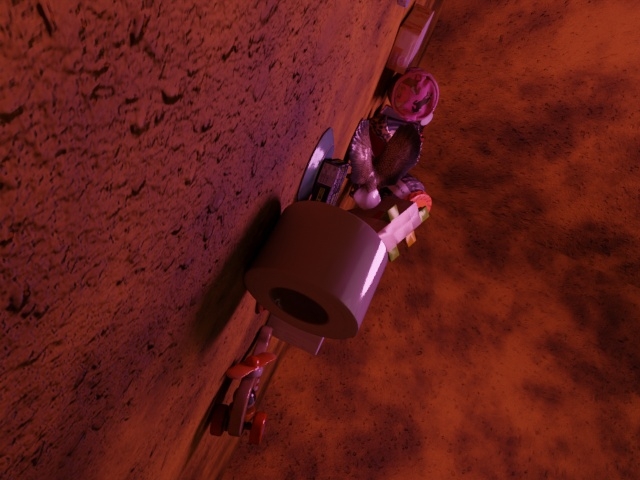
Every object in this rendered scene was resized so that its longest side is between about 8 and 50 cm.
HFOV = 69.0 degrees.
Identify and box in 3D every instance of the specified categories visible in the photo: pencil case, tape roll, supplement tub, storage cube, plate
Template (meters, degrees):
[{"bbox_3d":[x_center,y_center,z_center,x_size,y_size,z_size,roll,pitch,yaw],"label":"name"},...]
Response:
[{"bbox_3d":[0.322,-0.527,1.667,0.160,0.167,0.386,-21,-163,12],"label":"pencil case"},{"bbox_3d":[-0.007,0.063,0.930,0.169,0.246,0.246,-61,173,-30],"label":"tape roll"},{"bbox_3d":[0.304,-0.213,1.997,0.207,0.338,0.207,-20,134,-22],"label":"supplement tub"},{"bbox_3d":[0.294,-0.411,1.897,0.193,0.215,0.183,-61,178,31],"label":"storage cube"},{"bbox_3d":[-0.003,-0.171,1.089,0.188,0.024,0.188,24,90,-84],"label":"plate"}]

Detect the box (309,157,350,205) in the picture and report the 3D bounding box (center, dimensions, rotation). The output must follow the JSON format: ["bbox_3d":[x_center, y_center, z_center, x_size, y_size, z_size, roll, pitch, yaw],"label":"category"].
[{"bbox_3d":[0.012,-0.105,1.141,0.184,0.045,0.190,-53,165,-74],"label":"box"}]

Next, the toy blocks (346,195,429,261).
[{"bbox_3d":[0.181,-0.053,1.756,0.381,0.261,0.190,-37,124,-26],"label":"toy blocks"}]

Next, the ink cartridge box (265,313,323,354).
[{"bbox_3d":[-0.053,0.229,1.499,0.066,0.189,0.232,-38,152,-79],"label":"ink cartridge box"}]

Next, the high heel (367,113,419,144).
[{"bbox_3d":[0.247,-0.360,1.745,0.261,0.186,0.093,100,1,-56],"label":"high heel"}]

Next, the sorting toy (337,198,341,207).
[{"bbox_3d":[0.012,-0.003,1.833,0.229,0.041,0.307,121,-15,-79],"label":"sorting toy"}]

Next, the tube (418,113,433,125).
[{"bbox_3d":[0.366,-0.571,1.910,0.070,0.240,0.062,-44,152,17],"label":"tube"}]

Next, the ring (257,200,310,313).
[{"bbox_3d":[-0.082,0.049,1.269,0.336,0.032,0.336,25,90,-85],"label":"ring"}]

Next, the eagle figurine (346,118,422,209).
[{"bbox_3d":[0.187,-0.275,1.625,0.226,0.225,0.298,-45,177,-25],"label":"eagle figurine"}]

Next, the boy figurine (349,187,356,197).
[{"bbox_3d":[0.225,-0.325,2.230,0.177,0.092,0.285,-56,173,-43],"label":"boy figurine"}]

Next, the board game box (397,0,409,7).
[{"bbox_3d":[0.222,-0.647,1.113,0.154,0.026,0.103,37,78,-84],"label":"board game box"}]

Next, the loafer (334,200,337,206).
[{"bbox_3d":[0.003,-0.069,1.408,0.061,0.062,0.170,-48,161,-57],"label":"loafer"}]

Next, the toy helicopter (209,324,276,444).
[{"bbox_3d":[-0.194,0.370,1.315,0.355,0.140,0.235,-75,176,-52],"label":"toy helicopter"}]

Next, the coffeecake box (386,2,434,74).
[{"bbox_3d":[0.290,-0.653,1.509,0.185,0.068,0.142,-61,175,-37],"label":"coffeecake box"}]
